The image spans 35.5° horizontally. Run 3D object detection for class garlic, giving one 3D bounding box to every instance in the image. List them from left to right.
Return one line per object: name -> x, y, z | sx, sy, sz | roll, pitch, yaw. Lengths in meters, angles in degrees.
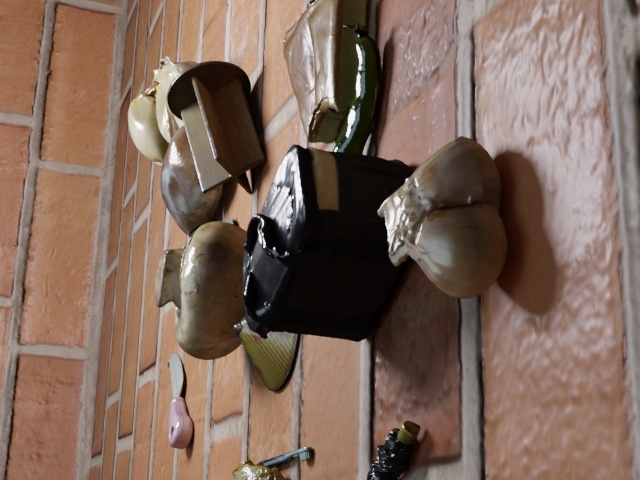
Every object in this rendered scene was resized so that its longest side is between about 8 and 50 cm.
garlic -> -0.302, -0.261, 2.191 | 0.281, 0.184, 0.203 | -33, 68, 39
garlic -> 0.137, -0.018, 1.010 | 0.124, 0.099, 0.174 | -40, 48, 36

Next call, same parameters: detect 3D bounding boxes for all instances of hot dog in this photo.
hot dog -> -0.082, 0.369, 1.497 | 0.061, 0.078, 0.169 | -62, 29, 11

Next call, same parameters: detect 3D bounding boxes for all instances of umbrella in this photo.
umbrella -> 0.076, 0.260, 1.142 | 0.037, 0.040, 0.144 | -96, 23, -54

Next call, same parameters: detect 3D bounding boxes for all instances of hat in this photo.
hat -> -0.101, 0.145, 1.611 | 0.193, 0.082, 0.193 | -172, 90, -71

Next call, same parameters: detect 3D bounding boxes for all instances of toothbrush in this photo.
toothbrush -> -0.055, 0.333, 1.514 | 0.219, 0.016, 0.019 | 142, 123, -62

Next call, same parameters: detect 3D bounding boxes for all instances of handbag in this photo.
handbag -> 0.000, 0.000, 1.232 | 0.181, 0.181, 0.254 | -102, 28, -42

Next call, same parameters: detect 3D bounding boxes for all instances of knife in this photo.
knife -> -0.321, 0.334, 2.218 | 0.336, 0.043, 0.081 | -113, 41, -58

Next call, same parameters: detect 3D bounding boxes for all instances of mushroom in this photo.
mushroom -> -0.192, 0.088, 1.728 | 0.255, 0.184, 0.255 | -175, 90, -71

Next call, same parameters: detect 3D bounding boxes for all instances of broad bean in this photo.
broad bean -> 0.049, -0.179, 1.355 | 0.069, 0.039, 0.227 | 11, 95, 36

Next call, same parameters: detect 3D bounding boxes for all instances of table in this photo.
table -> -0.188, -0.202, 1.895 | 0.167, 0.167, 0.227 | 118, 143, -45

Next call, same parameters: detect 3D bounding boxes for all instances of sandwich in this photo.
sandwich -> -0.004, -0.247, 1.506 | 0.245, 0.063, 0.212 | 159, 115, -69

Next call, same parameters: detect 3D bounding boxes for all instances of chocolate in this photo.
chocolate -> -0.287, -0.108, 2.087 | 0.157, 0.080, 0.254 | 54, 151, 18

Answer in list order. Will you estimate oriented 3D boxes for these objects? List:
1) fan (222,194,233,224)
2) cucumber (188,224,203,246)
fan -> -0.193, -0.019, 2.023 | 0.191, 0.009, 0.329 | 124, 146, -58
cucumber -> -0.218, 0.028, 1.968 | 0.245, 0.067, 0.067 | -135, 55, -69
